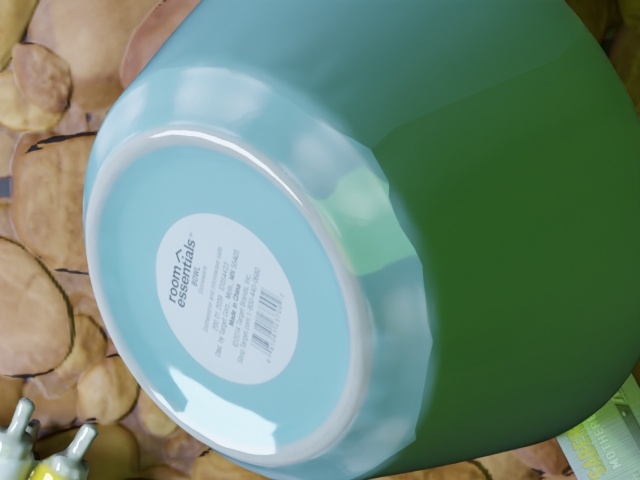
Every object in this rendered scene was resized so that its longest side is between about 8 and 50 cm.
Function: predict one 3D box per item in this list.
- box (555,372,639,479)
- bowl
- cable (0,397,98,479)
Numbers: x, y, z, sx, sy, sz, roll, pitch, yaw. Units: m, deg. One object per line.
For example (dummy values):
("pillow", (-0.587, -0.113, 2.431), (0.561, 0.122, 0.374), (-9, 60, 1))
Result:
("box", (0.146, 0.067, 1.066), (0.056, 0.183, 0.231), (-28, 93, 7))
("bowl", (0.000, 0.000, 0.923), (0.311, 0.163, 0.311), (18, 121, 32))
("cable", (-0.237, 0.227, 1.170), (0.139, 0.072, 0.287), (16, 96, 9))
